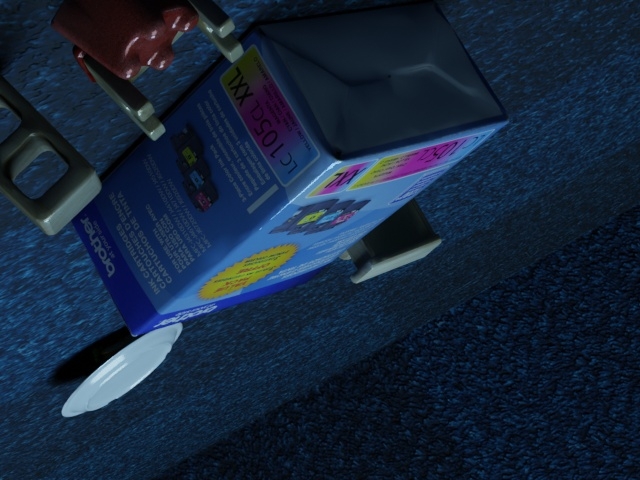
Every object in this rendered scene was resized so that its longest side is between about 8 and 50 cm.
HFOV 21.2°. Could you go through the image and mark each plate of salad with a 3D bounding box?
[{"bbox_3d":[-0.270,0.165,2.288,0.200,0.048,0.200,-38,169,-9],"label":"plate of salad"}]

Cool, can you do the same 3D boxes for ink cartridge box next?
[{"bbox_3d":[-0.052,-0.053,1.653,0.270,0.151,0.395,-16,164,-47],"label":"ink cartridge box"}]

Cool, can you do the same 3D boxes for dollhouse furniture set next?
[{"bbox_3d":[-0.243,-0.083,1.180,0.374,0.152,0.201,-45,169,-6],"label":"dollhouse furniture set"},{"bbox_3d":[0.000,0.000,1.946,0.212,0.161,0.242,-20,165,-38],"label":"dollhouse furniture set"}]
